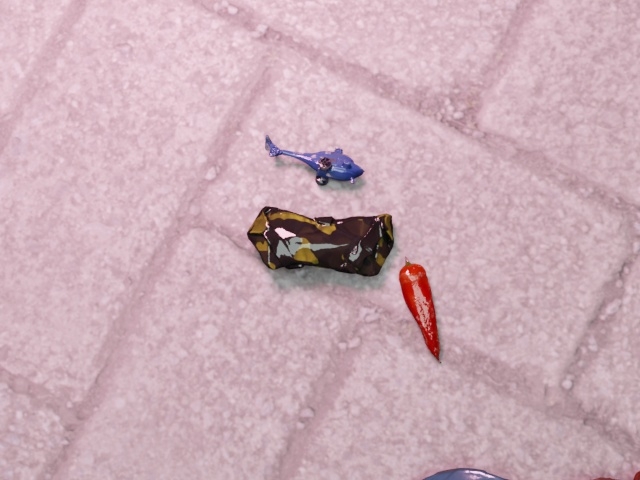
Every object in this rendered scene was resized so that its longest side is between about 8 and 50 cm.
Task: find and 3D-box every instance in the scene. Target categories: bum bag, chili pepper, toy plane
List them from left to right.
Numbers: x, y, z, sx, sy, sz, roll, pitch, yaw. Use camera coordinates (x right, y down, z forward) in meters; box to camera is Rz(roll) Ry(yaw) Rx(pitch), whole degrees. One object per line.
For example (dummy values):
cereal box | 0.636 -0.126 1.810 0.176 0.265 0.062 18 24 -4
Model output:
toy plane | -0.010 -0.130 1.534 0.167 0.054 0.062 13 59 1
bum bag | 0.000 0.000 1.508 0.233 0.060 0.106 2 74 -1
chili pepper | 0.160 0.110 1.511 0.045 0.027 0.178 -14 85 -2

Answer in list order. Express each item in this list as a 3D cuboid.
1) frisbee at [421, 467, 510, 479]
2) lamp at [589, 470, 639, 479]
frisbee | 0.217 0.481 1.405 0.290 0.049 0.289 -1 87 23
lamp | 0.457 0.440 1.402 0.223 0.151 0.215 -28 75 3
